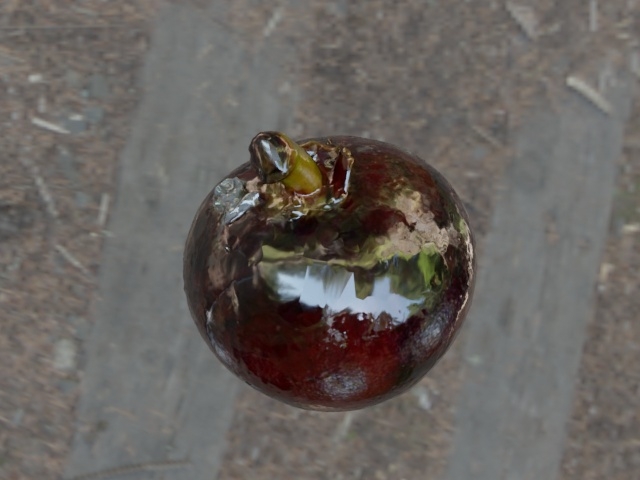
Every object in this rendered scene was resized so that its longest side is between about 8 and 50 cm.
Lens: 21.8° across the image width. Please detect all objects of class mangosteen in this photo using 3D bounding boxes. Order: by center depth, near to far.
[{"bbox_3d":[0.000,0.000,1.299,0.235,0.235,0.261,-44,142,-23],"label":"mangosteen"}]
